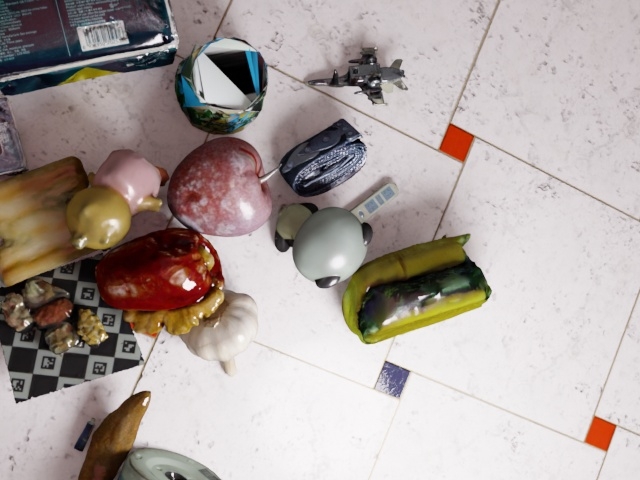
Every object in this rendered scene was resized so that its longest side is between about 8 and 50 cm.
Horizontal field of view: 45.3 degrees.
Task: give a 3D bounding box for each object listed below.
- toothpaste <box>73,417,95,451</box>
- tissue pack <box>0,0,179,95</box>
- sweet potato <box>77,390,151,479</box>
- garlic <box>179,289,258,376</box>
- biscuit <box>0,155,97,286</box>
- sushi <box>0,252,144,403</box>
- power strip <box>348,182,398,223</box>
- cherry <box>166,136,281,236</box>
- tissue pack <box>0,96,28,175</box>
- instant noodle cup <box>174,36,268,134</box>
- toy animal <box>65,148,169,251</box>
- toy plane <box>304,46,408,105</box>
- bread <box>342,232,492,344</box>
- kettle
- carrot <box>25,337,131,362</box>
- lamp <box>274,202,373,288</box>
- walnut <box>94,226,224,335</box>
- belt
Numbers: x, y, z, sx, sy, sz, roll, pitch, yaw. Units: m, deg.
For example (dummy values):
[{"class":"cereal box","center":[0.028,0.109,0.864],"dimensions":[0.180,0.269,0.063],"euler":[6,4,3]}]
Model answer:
[{"class":"toothpaste","center":[-0.560,0.463,1.829],"dimensions":[0.027,0.019,0.083],"euler":[31,82,-37]},{"class":"tissue pack","center":[-0.551,-0.498,1.708],"dimensions":[0.417,0.253,0.264],"euler":[-16,95,-15]},{"class":"sweet potato","center":[-0.493,0.492,1.803],"dimensions":[0.092,0.114,0.341],"euler":[26,88,-47]},{"class":"garlic","center":[-0.225,0.245,1.864],"dimensions":[0.199,0.199,0.226],"euler":[-25,125,-14]},{"class":"biscuit","center":[-0.656,-0.046,1.779],"dimensions":[0.291,0.062,0.236],"euler":[-25,96,-14]},{"class":"sushi","center":[-0.591,0.194,1.754],"dimensions":[0.294,0.059,0.292],"euler":[-19,76,-15]},{"class":"power strip","center":[0.131,-0.090,2.012],"dimensions":[0.191,0.030,0.047],"euler":[-38,99,-13]},{"class":"cherry","center":[-0.220,-0.124,1.825],"dimensions":[0.286,0.213,0.236],"euler":[-22,77,5]},{"class":"tissue pack","center":[-0.803,-0.217,1.733],"dimensions":[0.236,0.073,0.173],"euler":[-13,95,-15]},{"class":"instant noodle cup","center":[-0.228,-0.378,1.837],"dimensions":[0.240,0.178,0.240],"euler":[0,89,-15]},{"class":"toy animal","center":[-0.470,-0.086,1.734],"dimensions":[0.195,0.169,0.281],"euler":[22,62,11]},{"class":"toy plane","center":[0.092,-0.421,1.972],"dimensions":[0.262,0.088,0.192],"euler":[-2,63,-13]},{"class":"bread","center":[0.236,0.123,1.938],"dimensions":[0.377,0.251,0.208],"euler":[-20,69,-15]},{"class":"kettle","center":[-0.365,0.700,1.791],"dimensions":[0.320,0.247,0.342],"euler":[20,92,-40]},{"class":"carrot","center":[-0.587,0.261,1.799],"dimensions":[0.298,0.078,0.078],"euler":[2,89,-10]},{"class":"lamp","center":[0.000,0.000,1.876],"dimensions":[0.198,0.244,0.197],"euler":[-27,132,-34]},{"class":"walnut","center":[-0.364,0.101,1.772],"dimensions":[0.269,0.222,0.243],"euler":[-16,92,7]},{"class":"belt","center":[0.001,-0.206,1.935],"dimensions":[0.218,0.128,0.122],"euler":[-32,135,-11]}]
